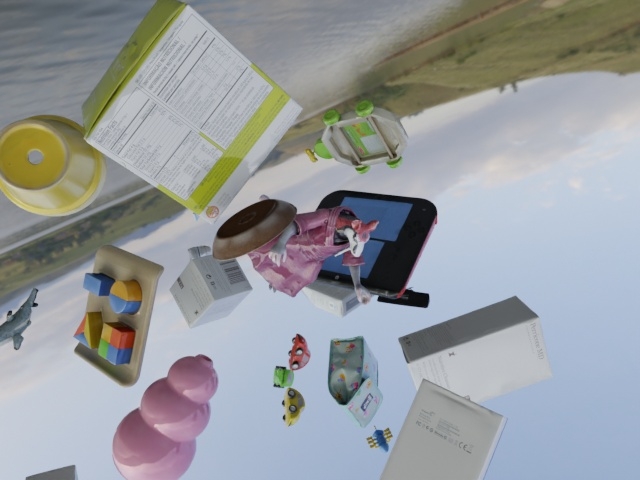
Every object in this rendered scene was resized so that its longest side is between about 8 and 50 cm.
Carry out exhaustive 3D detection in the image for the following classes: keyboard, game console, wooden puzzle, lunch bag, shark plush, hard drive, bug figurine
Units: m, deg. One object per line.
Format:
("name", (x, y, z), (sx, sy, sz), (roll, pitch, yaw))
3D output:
("keyboard", (0.313, 0.214, 2.007), (0.191, 0.038, 0.100), (7, -138, 21))
("game console", (0.117, -0.006, 1.555), (0.386, 0.060, 0.342), (9, -130, 32))
("wooden puzzle", (-0.604, 0.205, 1.553), (0.322, 0.348, 0.080), (15, 180, 39))
("lunch bag", (0.122, 0.500, 1.896), (0.160, 0.223, 0.262), (-11, -130, 16))
("shark plush", (-0.718, 0.189, 1.279), (0.073, 0.067, 0.161), (31, -109, 26))
("hard drive", (0.253, 0.494, 1.189), (0.210, 0.040, 0.319), (17, -103, 45))
("bug figurine", (0.305, 0.669, 1.799), (0.278, 0.072, 0.216), (-24, -144, 0))

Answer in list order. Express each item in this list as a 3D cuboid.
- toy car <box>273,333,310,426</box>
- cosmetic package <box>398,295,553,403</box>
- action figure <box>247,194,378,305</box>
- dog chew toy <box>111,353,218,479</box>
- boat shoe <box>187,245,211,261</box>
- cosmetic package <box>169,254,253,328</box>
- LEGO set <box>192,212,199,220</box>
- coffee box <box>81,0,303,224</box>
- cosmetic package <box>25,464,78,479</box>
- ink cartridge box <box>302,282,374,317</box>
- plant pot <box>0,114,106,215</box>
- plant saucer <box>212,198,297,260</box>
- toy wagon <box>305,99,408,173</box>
("toy car", (-0.082, 0.380, 1.492), (0.053, 0.239, 0.225), (10, 167, -17))
("cosmetic package", (0.446, 0.338, 1.568), (0.384, 0.217, 0.156), (-21, -162, 3))
("action figure", (0.000, 0.000, 1.276), (0.370, 0.248, 0.276), (-23, -140, 41))
("dog chew toy", (-0.369, 0.436, 1.343), (0.332, 0.206, 0.206), (-59, -163, -2))
("boat shoe", (-0.425, 0.060, 1.917), (0.075, 0.083, 0.226), (-12, -179, -17))
("cosmetic package", (-0.337, 0.149, 1.655), (0.151, 0.151, 0.184), (-14, 156, -47))
("LEGO set", (-0.425, -0.183, 2.032), (0.244, 0.060, 0.183), (109, 7, -70))
("coffee box", (-0.311, -0.309, 1.250), (0.338, 0.334, 0.337), (-51, -146, 5))
("cosmetic package", (-0.817, 0.921, 1.682), (0.155, 0.366, 0.197), (-9, -155, -20))
("ink cartridge box", (0.042, 0.174, 2.301), (0.384, 0.091, 0.308), (16, -149, 39))
("plant pot", (-0.663, -0.187, 1.301), (0.253, 0.254, 0.239), (-26, -172, -13))
("plant saucer", (-0.143, -0.032, 1.102), (0.198, 0.036, 0.199), (-24, -157, 11))
("toy wagon", (0.108, -0.330, 1.784), (0.344, 0.267, 0.068), (-7, -127, 30))
